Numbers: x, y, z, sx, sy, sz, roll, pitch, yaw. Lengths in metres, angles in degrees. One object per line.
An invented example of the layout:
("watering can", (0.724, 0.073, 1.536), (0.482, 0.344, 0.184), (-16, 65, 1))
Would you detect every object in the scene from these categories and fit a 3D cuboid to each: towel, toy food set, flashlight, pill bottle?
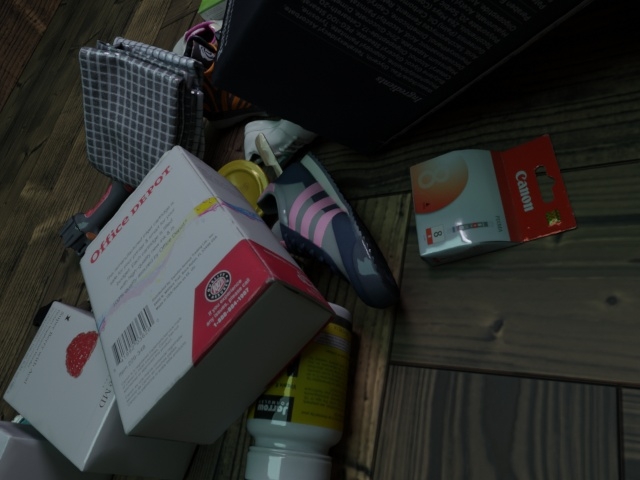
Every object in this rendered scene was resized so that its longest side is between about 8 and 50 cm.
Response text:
("towel", (-0.347, -0.231, 0.943), (0.235, 0.121, 0.283), (24, 124, 19))
("toy food set", (-0.137, -0.073, 0.874), (0.218, 0.071, 0.128), (-40, 72, 15))
("flashlight", (-0.502, -0.107, 1.147), (0.304, 0.103, 0.103), (-44, 20, 10))
("pill bottle", (-0.026, 0.186, 0.595), (0.119, 0.119, 0.208), (-11, 59, 33))

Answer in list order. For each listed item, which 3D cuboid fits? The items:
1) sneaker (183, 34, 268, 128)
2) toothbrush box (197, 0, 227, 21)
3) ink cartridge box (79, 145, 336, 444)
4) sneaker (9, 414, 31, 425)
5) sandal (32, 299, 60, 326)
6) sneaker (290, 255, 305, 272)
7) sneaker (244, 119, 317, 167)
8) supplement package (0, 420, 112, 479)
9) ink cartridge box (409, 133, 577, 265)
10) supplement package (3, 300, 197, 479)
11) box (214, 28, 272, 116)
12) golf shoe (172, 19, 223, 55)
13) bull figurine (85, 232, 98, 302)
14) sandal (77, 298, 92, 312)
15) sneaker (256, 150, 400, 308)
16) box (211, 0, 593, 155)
("sneaker", (-0.167, -0.336, 0.961), (0.321, 0.180, 0.124), (-15, 57, 30))
("toothbrush box", (-0.157, -0.651, 1.179), (0.206, 0.122, 0.283), (-6, 60, 35))
("ink cartridge box", (-0.159, 0.054, 0.600), (0.226, 0.131, 0.306), (-47, 46, 7))
("sneaker", (-0.569, 0.446, 0.882), (0.110, 0.107, 0.275), (17, 76, 33))
("sandal", (-0.631, 0.179, 1.128), (0.179, 0.040, 0.067), (-12, 52, 49))
("sneaker", (-0.155, 0.053, 0.768), (0.300, 0.121, 0.111), (0, 66, 37))
("sneaker", (-0.061, -0.176, 0.873), (0.212, 0.080, 0.094), (-4, 75, 44))
("supplement package", (-0.470, 0.408, 0.757), (0.149, 0.194, 0.203), (-1, 64, 37))
("ink cartridge box", (0.207, -0.057, 0.608), (0.179, 0.045, 0.145), (-20, 55, 31))
("supplement package", (-0.328, 0.228, 0.764), (0.293, 0.175, 0.177), (7, 69, 40))
("box", (-0.054, -0.360, 0.882), (0.220, 0.051, 0.175), (-35, 82, -5))
("golf shoe", (-0.274, -0.453, 1.108), (0.306, 0.140, 0.115), (6, 106, 42))
("bull figurine", (-0.376, 0.029, 0.971), (0.310, 0.101, 0.188), (-21, 58, 30))
("sandal", (-0.468, 0.217, 0.959), (0.060, 0.090, 0.219), (-24, 57, 53))
("sneaker", (0.000, 0.000, 0.685), (0.131, 0.112, 0.319), (-34, 40, 5))
("box", (0.109, -0.451, 0.616), (0.472, 0.297, 0.479), (-31, 48, 53))
